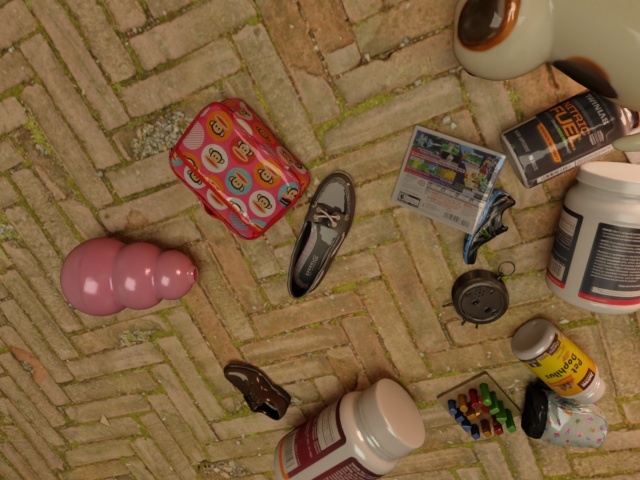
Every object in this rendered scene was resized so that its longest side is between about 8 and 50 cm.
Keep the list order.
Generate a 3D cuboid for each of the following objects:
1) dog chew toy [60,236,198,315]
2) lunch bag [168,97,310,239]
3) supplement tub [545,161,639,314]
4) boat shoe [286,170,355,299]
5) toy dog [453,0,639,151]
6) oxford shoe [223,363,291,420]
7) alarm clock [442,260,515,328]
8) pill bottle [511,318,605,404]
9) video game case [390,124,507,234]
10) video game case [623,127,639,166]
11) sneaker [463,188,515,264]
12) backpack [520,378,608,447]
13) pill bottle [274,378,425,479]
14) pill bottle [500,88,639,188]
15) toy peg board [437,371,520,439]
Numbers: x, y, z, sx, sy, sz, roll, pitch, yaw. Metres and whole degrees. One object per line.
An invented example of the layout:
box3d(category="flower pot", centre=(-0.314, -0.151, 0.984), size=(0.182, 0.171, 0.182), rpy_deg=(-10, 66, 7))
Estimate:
box3d(category="dog chew toy", centre=(-0.488, 0.092, 1.163), size=(0.331, 0.207, 0.207), rpy_deg=(-2, 112, 3))
box3d(category="lunch bag", centre=(-0.200, -0.153, 1.044), size=(0.293, 0.120, 0.258), rpy_deg=(45, 117, -7))
box3d(category="supplement tub", centre=(0.584, -0.007, 0.902), size=(0.191, 0.191, 0.272), rpy_deg=(6, 114, 9))
box3d(category="boat shoe", centre=(0.000, 0.000, 1.073), size=(0.112, 0.095, 0.335), rpy_deg=(22, 115, 2))
box3d(category="toy dog", centre=(0.432, -0.365, 0.747), size=(0.407, 0.284, 0.396), rpy_deg=(12, 106, 18))
box3d(category="oxford shoe", centre=(-0.192, 0.443, 1.301), size=(0.227, 0.096, 0.083), rpy_deg=(34, 117, -2))
box3d(category="alarm clock", centre=(0.396, 0.125, 1.069), size=(0.129, 0.064, 0.192), rpy_deg=(32, 112, -3))
box3d(category="pill bottle", centre=(0.576, 0.296, 1.072), size=(0.215, 0.117, 0.117), rpy_deg=(41, 114, -7))
box3d(category="video game case", centre=(0.272, -0.133, 0.972), size=(0.201, 0.023, 0.184), rpy_deg=(26, 117, 21))
box3d(category="video game case", centre=(0.742, -0.186, 0.888), size=(0.212, 0.023, 0.193), rpy_deg=(-32, 103, 21))
box3d(category="sneaker", centre=(0.377, -0.022, 1.005), size=(0.078, 0.067, 0.188), rpy_deg=(24, 112, 7))
box3d(category="backpack", centre=(0.621, 0.452, 1.132), size=(0.181, 0.115, 0.152), rpy_deg=(5, 111, 6))
box3d(category="pill bottle", centre=(0.076, 0.558, 1.226), size=(0.224, 0.224, 0.392), rpy_deg=(45, 114, -9))
box3d(category="pill bottle", centre=(0.495, -0.211, 0.868), size=(0.245, 0.130, 0.130), rpy_deg=(-27, 105, 19))
box3d(category="toy peg board", centre=(0.428, 0.465, 1.195), size=(0.160, 0.079, 0.161), rpy_deg=(-38, 101, 22))
